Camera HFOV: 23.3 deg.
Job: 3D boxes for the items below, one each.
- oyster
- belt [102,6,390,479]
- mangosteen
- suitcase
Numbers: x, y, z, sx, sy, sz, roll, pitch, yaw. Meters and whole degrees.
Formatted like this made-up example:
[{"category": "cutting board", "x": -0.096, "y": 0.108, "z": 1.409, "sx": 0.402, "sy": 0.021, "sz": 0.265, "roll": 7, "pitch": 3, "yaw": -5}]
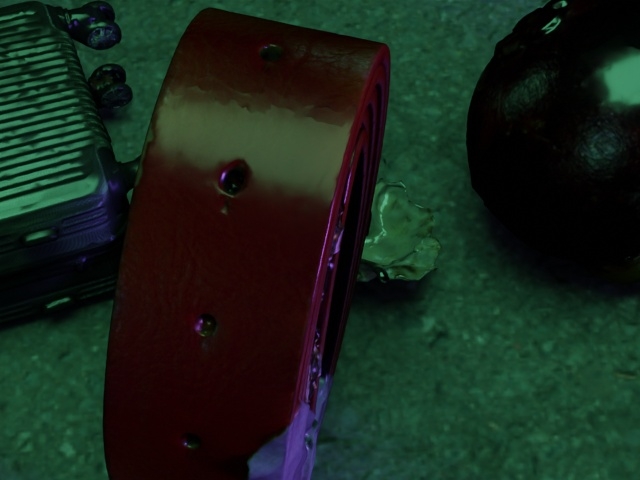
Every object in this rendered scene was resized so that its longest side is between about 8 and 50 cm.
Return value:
[{"category": "oyster", "x": 0.000, "y": -0.003, "z": 1.062, "sx": 0.166, "sy": 0.053, "sz": 0.108, "roll": 6, "pitch": 48, "yaw": 6}, {"category": "belt", "x": -0.039, "y": 0.027, "z": 0.906, "sx": 0.115, "sy": 0.323, "sz": 0.227, "roll": 14, "pitch": 30, "yaw": 8}, {"category": "mangosteen", "x": 0.197, "y": -0.070, "z": 1.029, "sx": 0.210, "sy": 0.210, "sz": 0.210, "roll": 0, "pitch": 56, "yaw": 0}, {"category": "suitcase", "x": -0.263, "y": -0.038, "z": 1.039, "sx": 0.312, "sy": 0.128, "sz": 0.202, "roll": -17, "pitch": 58, "yaw": -10}]
